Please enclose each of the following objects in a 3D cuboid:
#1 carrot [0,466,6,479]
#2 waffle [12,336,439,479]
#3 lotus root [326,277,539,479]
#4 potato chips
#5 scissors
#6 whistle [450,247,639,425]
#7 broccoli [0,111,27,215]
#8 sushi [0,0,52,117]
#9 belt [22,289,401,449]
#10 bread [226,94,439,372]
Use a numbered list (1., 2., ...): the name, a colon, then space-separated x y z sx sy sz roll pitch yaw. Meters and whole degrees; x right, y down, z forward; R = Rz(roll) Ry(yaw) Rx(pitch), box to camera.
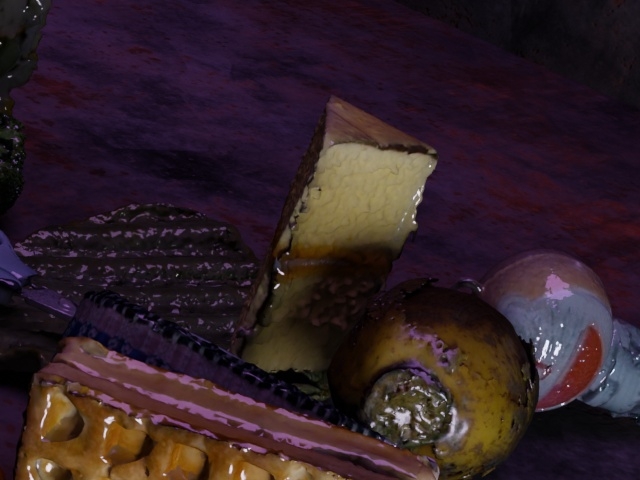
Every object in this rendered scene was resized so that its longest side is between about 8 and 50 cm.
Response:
1. carrot: -0.275 0.241 1.216 0.069 0.069 0.336 14 23 -9
2. waffle: -0.084 0.215 1.220 0.308 0.213 0.091 18 17 6
3. lotus root: 0.109 0.137 1.596 0.196 0.179 0.397 39 8 5
4. potato chips: -0.178 0.071 1.718 0.429 0.070 0.358 0 30 -35
5. scissors: -0.269 0.049 1.586 0.360 0.029 0.191 22 21 8
6. whistle: 0.294 0.128 1.829 0.347 0.189 0.189 26 18 -15
7. broccoli: -0.414 -0.108 1.859 0.195 0.156 0.195 13 29 -7
8. sushi: -0.517 -0.289 1.961 0.396 0.351 0.240 -5 30 -44
9. belt: -0.098 0.171 1.377 0.295 0.160 0.207 28 -6 3
10. bread: 0.000 0.000 1.635 0.178 0.266 0.142 11 25 -35
